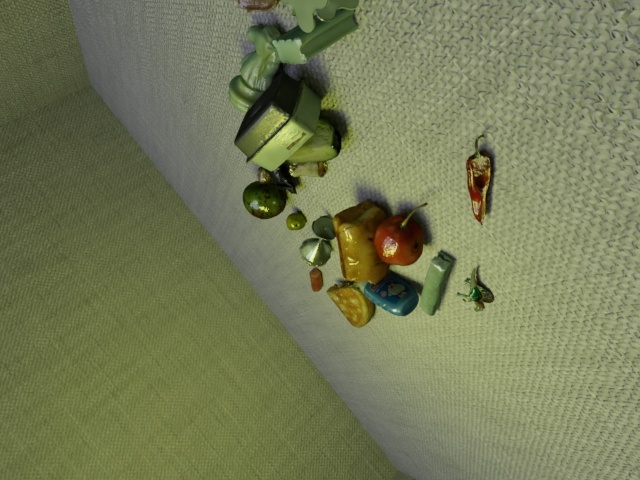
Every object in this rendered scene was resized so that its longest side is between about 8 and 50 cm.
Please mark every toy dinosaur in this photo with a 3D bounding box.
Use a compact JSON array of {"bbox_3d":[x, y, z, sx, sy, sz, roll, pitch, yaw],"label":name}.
[{"bbox_3d":[0.497,0.165,1.373,0.106,0.044,0.187,30,138,14],"label":"toy dinosaur"}]

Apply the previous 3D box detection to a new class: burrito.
[{"bbox_3d":[-0.047,-0.278,1.665,0.226,0.060,0.087,9,132,55],"label":"burrito"}]

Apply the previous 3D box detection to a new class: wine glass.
[{"bbox_3d":[0.000,0.000,1.886,0.156,0.156,0.232,46,151,13],"label":"wine glass"}]

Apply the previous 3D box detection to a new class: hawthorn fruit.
[{"bbox_3d":[0.257,-0.034,1.364,0.165,0.165,0.285,40,155,23],"label":"hawthorn fruit"}]

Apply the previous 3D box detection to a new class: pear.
[{"bbox_3d":[-0.117,-0.090,2.020,0.092,0.092,0.097,64,170,-25],"label":"pear"}]

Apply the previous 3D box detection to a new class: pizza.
[{"bbox_3d":[0.180,0.305,2.056,0.268,0.087,0.258,55,151,-11],"label":"pizza"}]

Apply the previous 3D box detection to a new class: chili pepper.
[{"bbox_3d":[0.399,-0.149,1.095,0.050,0.059,0.268,-98,-10,-50],"label":"chili pepper"}]

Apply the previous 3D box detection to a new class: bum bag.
[{"bbox_3d":[-0.195,-0.313,1.860,0.310,0.074,0.137,55,169,7],"label":"bum bag"}]

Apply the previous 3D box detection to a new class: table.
[{"bbox_3d":[0.027,-0.578,0.953,0.166,0.198,0.166,39,152,25],"label":"table"}]

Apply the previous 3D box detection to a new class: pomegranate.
[{"bbox_3d":[-0.254,-0.215,1.991,0.202,0.202,0.248,26,118,43],"label":"pomegranate"}]

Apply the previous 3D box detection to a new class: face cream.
[{"bbox_3d":[0.254,0.192,1.691,0.264,0.149,0.083,30,145,46],"label":"face cream"}]

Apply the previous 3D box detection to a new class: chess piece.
[{"bbox_3d":[-0.201,-0.579,1.443,0.176,0.176,0.298,46,142,11],"label":"chess piece"}]

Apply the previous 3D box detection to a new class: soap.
[{"bbox_3d":[-0.012,-0.521,1.102,0.114,0.198,0.063,26,148,44],"label":"soap"}]

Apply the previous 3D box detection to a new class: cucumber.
[{"bbox_3d":[-0.022,-0.339,1.493,0.105,0.145,0.325,12,178,-36],"label":"cucumber"}]

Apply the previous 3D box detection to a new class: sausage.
[{"bbox_3d":[-0.024,0.220,2.314,0.065,0.065,0.169,37,153,29],"label":"sausage"}]

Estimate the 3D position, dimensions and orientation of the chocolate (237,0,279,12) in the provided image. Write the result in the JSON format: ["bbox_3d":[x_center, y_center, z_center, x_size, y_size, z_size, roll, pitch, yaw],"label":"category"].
[{"bbox_3d":[-0.181,-0.771,1.189,0.161,0.083,0.261,18,144,23],"label":"chocolate"}]

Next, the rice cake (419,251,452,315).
[{"bbox_3d":[0.395,0.164,1.512,0.066,0.063,0.336,41,154,28],"label":"rice cake"}]

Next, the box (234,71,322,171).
[{"bbox_3d":[-0.139,-0.378,1.402,0.166,0.221,0.290,32,139,-26],"label":"box"}]

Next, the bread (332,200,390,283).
[{"bbox_3d":[0.160,0.025,1.577,0.149,0.195,0.344,56,166,46],"label":"bread"}]
